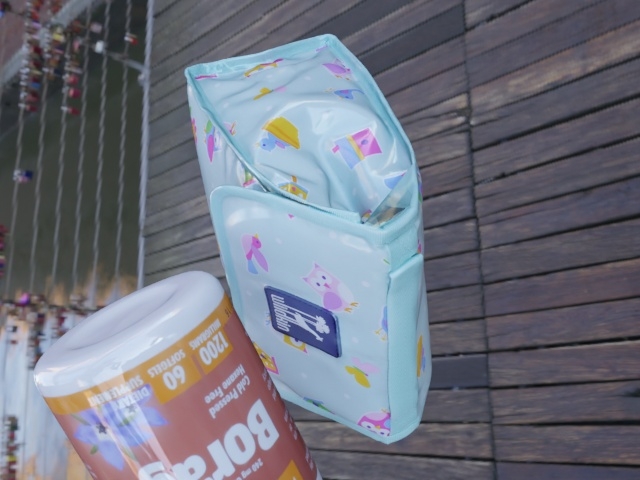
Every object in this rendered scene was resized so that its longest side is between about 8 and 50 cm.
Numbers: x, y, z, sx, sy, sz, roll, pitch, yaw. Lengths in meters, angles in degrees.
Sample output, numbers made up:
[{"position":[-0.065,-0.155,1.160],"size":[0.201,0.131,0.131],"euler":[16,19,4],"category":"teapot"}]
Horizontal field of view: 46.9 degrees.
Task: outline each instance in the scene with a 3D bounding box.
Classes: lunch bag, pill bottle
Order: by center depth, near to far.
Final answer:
[{"position":[-0.071,0.138,0.459],"size":[0.121,0.121,0.216],"euler":[-11,111,48],"category":"pill bottle"},{"position":[0.000,0.000,0.564],"size":[0.262,0.160,0.223],"euler":[-121,19,-47],"category":"lunch bag"}]
